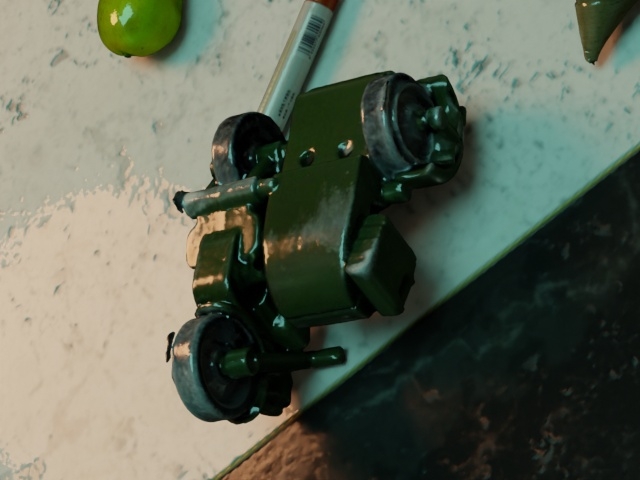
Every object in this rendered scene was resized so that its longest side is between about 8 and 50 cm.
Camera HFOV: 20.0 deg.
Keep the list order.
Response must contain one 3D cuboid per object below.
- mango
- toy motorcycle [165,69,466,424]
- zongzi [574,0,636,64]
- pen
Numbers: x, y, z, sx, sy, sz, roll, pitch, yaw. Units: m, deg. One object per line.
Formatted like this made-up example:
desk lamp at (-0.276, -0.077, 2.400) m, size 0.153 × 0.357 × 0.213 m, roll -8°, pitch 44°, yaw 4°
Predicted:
mango at (-0.149, -0.200, 1.509) m, size 0.073 × 0.056 × 0.108 m, roll -3°, pitch 56°, yaw 31°
toy motorcycle at (0.000, 0.000, 1.271) m, size 0.205 × 0.127 × 0.275 m, roll -11°, pitch 57°, yaw 31°
zongzi at (0.259, -0.214, 1.221) m, size 0.189 × 0.081 × 0.178 m, roll -4°, pitch 89°, yaw 20°
pen at (-0.041, -0.087, 1.394) m, size 0.028 × 0.028 × 0.239 m, roll 17°, pitch 80°, yaw 40°
